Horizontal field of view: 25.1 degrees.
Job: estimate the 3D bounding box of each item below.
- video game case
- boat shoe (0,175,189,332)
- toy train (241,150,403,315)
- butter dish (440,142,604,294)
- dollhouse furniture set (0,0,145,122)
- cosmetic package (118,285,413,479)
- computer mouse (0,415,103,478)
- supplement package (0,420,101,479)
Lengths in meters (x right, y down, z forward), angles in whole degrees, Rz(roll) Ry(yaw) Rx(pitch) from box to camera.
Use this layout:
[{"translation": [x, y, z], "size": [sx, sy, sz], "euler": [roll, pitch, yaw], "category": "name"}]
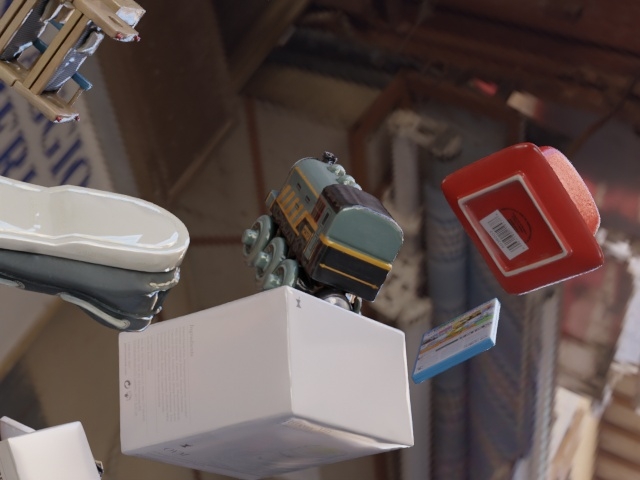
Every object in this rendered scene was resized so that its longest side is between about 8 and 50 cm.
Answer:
[{"translation": [0.184, 0.133, 1.928], "size": [0.119, 0.166, 0.015], "euler": [-29, -80, 16], "category": "video game case"}, {"translation": [-0.266, 0.005, 1.107], "size": [0.319, 0.116, 0.099], "euler": [11, -59, -14], "category": "boat shoe"}, {"translation": [0.000, 0.000, 1.901], "size": [0.142, 0.334, 0.190], "euler": [24, -77, -20], "category": "toy train"}, {"translation": [0.241, -0.042, 1.578], "size": [0.160, 0.118, 0.160], "euler": [-24, -78, 50], "category": "butter dish"}, {"translation": [-0.278, -0.225, 1.654], "size": [0.129, 0.183, 0.129], "euler": [41, -76, 7], "category": "dollhouse furniture set"}, {"translation": [-0.056, 0.159, 1.514], "size": [0.224, 0.138, 0.224], "euler": [-19, -25, 31], "category": "cosmetic package"}, {"translation": [-0.357, 0.270, 1.837], "size": [0.106, 0.042, 0.193], "euler": [20, -12, 26], "category": "computer mouse"}, {"translation": [-0.285, 0.237, 1.228], "size": [0.179, 0.105, 0.105], "euler": [-24, -100, 25], "category": "supplement package"}]
